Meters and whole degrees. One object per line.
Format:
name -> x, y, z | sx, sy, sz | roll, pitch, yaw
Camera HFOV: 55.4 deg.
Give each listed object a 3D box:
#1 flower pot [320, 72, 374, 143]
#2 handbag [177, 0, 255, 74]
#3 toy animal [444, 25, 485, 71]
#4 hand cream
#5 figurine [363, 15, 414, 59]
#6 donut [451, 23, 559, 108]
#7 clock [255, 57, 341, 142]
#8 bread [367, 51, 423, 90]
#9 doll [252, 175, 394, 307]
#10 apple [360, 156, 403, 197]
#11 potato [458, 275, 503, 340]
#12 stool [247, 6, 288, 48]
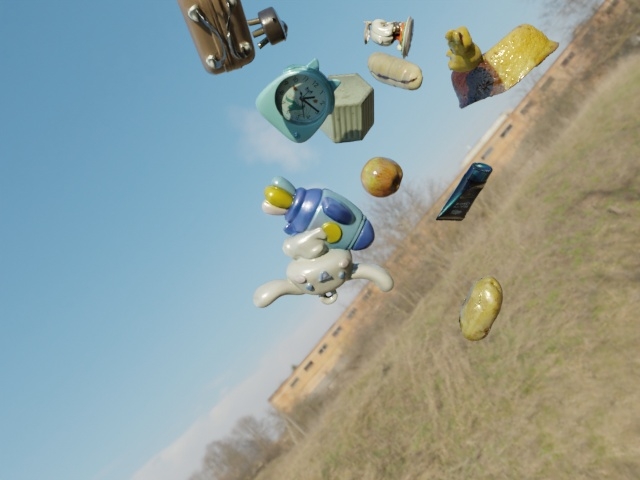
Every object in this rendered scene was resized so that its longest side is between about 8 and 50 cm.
flower pot -> 0.100, -0.533, 2.447 | 0.209, 0.239, 0.189 | -26, -39, -15
handbag -> -0.258, -0.544, 1.477 | 0.149, 0.283, 0.302 | -21, -36, -6
toy animal -> 0.316, -0.436, 1.356 | 0.159, 0.083, 0.070 | 27, -108, -66
hand cream -> 0.518, -0.165, 2.190 | 0.120, 0.061, 0.270 | 0, -40, -23
figurine -> 0.208, -0.645, 1.920 | 0.132, 0.154, 0.132 | 11, -90, -77
donut -> 0.435, -0.431, 1.540 | 0.295, 0.112, 0.151 | -32, 12, 38
clock -> -0.060, -0.475, 2.025 | 0.274, 0.223, 0.094 | -39, 20, 28
bread -> 0.173, -0.418, 1.502 | 0.053, 0.214, 0.073 | -1, -63, -33
doll -> 0.005, 0.002, 1.606 | 0.376, 0.187, 0.365 | -13, -73, -29
apple -> 0.181, -0.185, 1.804 | 0.126, 0.102, 0.126 | -32, -41, -32
potato -> 0.374, 0.163, 1.434 | 0.107, 0.080, 0.170 | -92, 17, -53
stool -> -0.184, -0.765, 2.208 | 0.121, 0.125, 0.217 | -24, 6, 9
